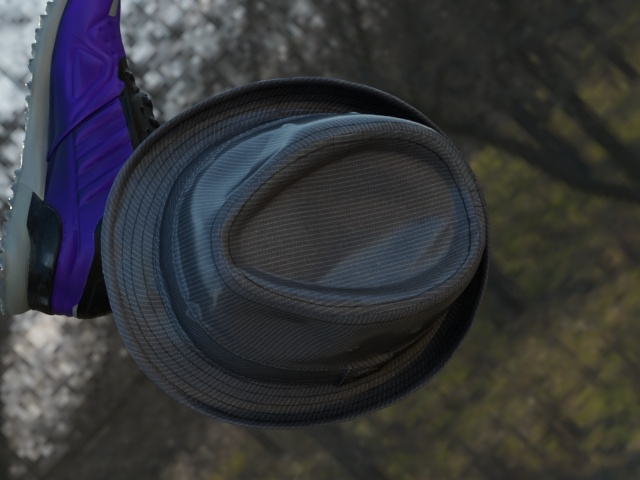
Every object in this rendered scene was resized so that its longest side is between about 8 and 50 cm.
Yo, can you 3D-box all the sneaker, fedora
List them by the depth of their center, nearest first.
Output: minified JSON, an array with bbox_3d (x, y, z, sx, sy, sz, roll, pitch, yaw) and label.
[{"bbox_3d":[0.000,0.000,1.217,0.275,0.244,0.124,-6,-7,-17],"label":"fedora"},{"bbox_3d":[-0.162,-0.073,1.450,0.102,0.146,0.293,93,-176,-74],"label":"sneaker"}]
